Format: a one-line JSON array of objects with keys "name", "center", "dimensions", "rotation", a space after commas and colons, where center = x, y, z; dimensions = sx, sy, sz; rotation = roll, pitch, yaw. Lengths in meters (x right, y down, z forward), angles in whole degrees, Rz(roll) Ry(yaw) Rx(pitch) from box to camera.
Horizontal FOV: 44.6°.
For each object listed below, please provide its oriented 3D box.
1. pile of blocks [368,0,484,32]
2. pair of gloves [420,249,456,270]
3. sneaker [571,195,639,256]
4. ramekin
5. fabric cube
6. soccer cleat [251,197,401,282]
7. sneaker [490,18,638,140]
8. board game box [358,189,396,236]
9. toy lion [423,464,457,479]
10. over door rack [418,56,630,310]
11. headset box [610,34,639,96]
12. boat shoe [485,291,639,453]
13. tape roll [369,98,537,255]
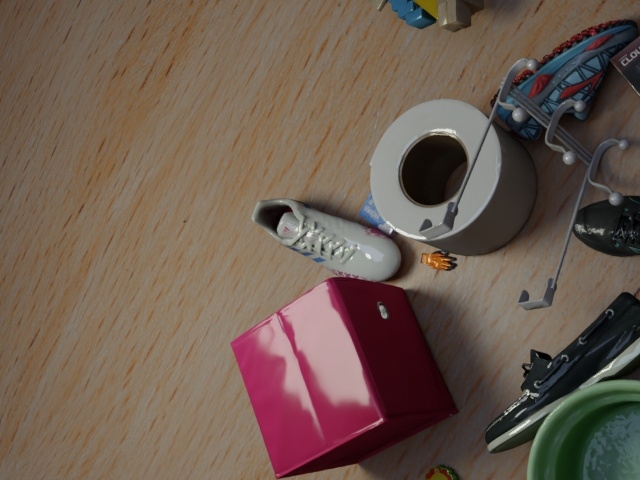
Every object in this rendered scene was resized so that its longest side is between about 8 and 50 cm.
[{"name": "pile of blocks", "center": [0.190, -0.486, 1.504], "dimensions": [0.149, 0.113, 0.362], "rotation": [-57, 46, 30]}, {"name": "pair of gloves", "center": [0.224, 0.013, 1.450], "dimensions": [0.074, 0.010, 0.083], "rotation": [16, 92, 38]}, {"name": "sneaker", "center": [0.506, -0.022, 1.185], "dimensions": [0.267, 0.106, 0.101], "rotation": [7, 88, 39]}, {"name": "ramekin", "center": [0.469, 0.353, 1.123], "dimensions": [0.303, 0.148, 0.303], "rotation": [-7, 79, 36]}, {"name": "fabric cube", "center": [0.042, 0.244, 1.397], "dimensions": [0.259, 0.254, 0.258], "rotation": [-35, 63, 27]}, {"name": "soccer cleat", "center": [0.000, 0.000, 1.538], "dimensions": [0.331, 0.143, 0.116], "rotation": [22, 96, 37]}, {"name": "sneaker", "center": [0.422, -0.264, 1.310], "dimensions": [0.262, 0.104, 0.125], "rotation": [-34, 101, 14]}, {"name": "board game box", "center": [0.129, -0.067, 1.529], "dimensions": [0.090, 0.020, 0.090], "rotation": [36, 106, 35]}, {"name": "toy lion", "center": [0.219, 0.451, 1.373], "dimensions": [0.096, 0.034, 0.100], "rotation": [10, 89, 45]}, {"name": "over door rack", "center": [0.331, -0.084, 1.185], "dimensions": [0.324, 0.239, 0.108], "rotation": [-60, 21, -14]}, {"name": "headset box", "center": [0.595, -0.245, 1.148], "dimensions": [0.218, 0.110, 0.293], "rotation": [-42, 61, 24]}, {"name": "boat shoe", "center": [0.380, 0.206, 1.229], "dimensions": [0.340, 0.127, 0.113], "rotation": [-44, 58, 21]}, {"name": "tape roll", "center": [0.232, -0.105, 1.358], "dimensions": [0.246, 0.169, 0.246], "rotation": [-8, 75, 34]}]
